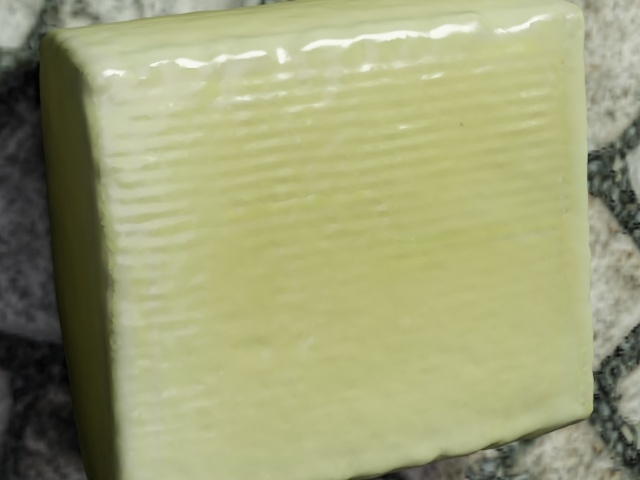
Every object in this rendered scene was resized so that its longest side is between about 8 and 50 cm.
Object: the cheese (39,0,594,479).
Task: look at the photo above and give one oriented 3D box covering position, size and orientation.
[{"bbox_3d":[0.000,0.000,0.917,0.265,0.124,0.242,-9,102,-23],"label":"cheese"}]
